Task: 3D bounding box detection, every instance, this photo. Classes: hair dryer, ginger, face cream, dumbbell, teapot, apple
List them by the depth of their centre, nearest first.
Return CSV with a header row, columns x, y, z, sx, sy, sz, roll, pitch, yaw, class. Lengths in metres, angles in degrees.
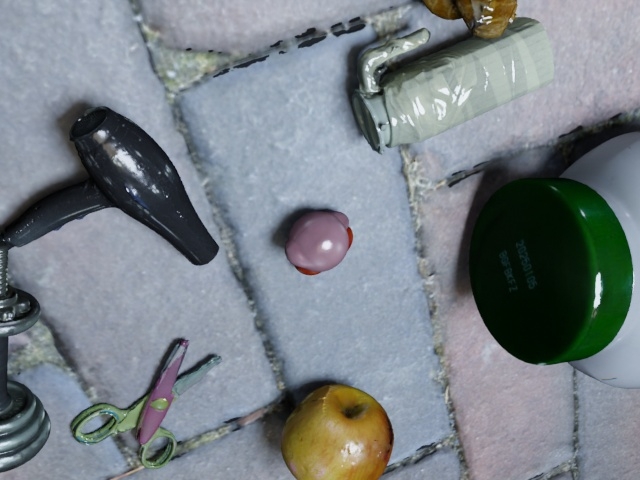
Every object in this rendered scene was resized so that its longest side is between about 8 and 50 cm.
x,y,z,sx,sy,sz,roll,pitch,yaw,class
0.141,-0.276,0.571,0.073,0.103,0.162,-27,134,-33,ginger
-0.230,-0.012,0.607,0.219,0.075,0.195,-25,134,6,hair dryer
-0.320,0.117,0.608,0.110,0.110,0.254,3,114,-23,dumbbell
0.129,-0.171,0.637,0.201,0.077,0.107,-25,120,-6,teapot
0.385,0.025,0.753,0.357,0.219,0.312,-3,103,-21,face cream
0.026,0.252,0.796,0.147,0.146,0.146,-10,121,-16,apple

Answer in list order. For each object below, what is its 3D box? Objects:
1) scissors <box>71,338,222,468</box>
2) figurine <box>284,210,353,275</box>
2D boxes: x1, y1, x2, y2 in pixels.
x,y,z,sx,sy,sz,roll,pitch,yaw,class
-0.197,0.195,0.750,0.134,0.020,0.187,35,103,-29,scissors
0.000,0.000,0.689,0.083,0.067,0.071,-48,146,-10,figurine
